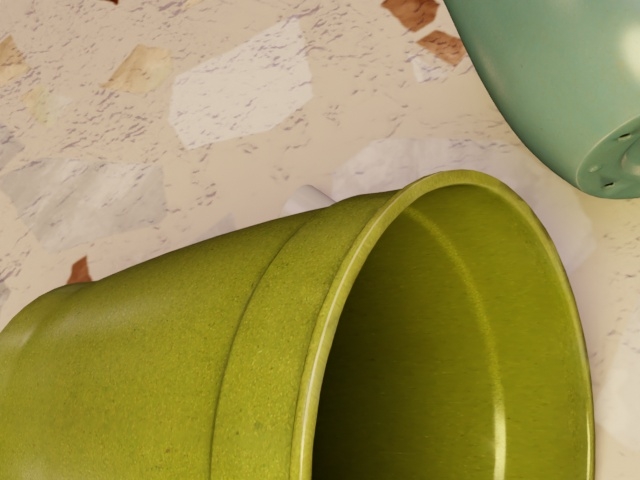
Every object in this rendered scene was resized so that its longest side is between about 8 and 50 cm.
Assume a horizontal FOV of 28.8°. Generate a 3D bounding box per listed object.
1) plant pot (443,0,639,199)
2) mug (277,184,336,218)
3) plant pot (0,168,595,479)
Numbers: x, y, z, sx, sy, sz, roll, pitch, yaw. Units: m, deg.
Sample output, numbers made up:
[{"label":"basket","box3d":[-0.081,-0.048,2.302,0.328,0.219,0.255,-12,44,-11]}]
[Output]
[{"label":"plant pot","box3d":[0.254,-0.174,0.991,0.293,0.293,0.235,-19,68,9]},{"label":"mug","box3d":[0.002,-0.003,1.117,0.064,0.078,0.062,26,37,25]},{"label":"plant pot","box3d":[-0.045,0.145,0.870,0.353,0.366,0.366,-3,55,36]}]
